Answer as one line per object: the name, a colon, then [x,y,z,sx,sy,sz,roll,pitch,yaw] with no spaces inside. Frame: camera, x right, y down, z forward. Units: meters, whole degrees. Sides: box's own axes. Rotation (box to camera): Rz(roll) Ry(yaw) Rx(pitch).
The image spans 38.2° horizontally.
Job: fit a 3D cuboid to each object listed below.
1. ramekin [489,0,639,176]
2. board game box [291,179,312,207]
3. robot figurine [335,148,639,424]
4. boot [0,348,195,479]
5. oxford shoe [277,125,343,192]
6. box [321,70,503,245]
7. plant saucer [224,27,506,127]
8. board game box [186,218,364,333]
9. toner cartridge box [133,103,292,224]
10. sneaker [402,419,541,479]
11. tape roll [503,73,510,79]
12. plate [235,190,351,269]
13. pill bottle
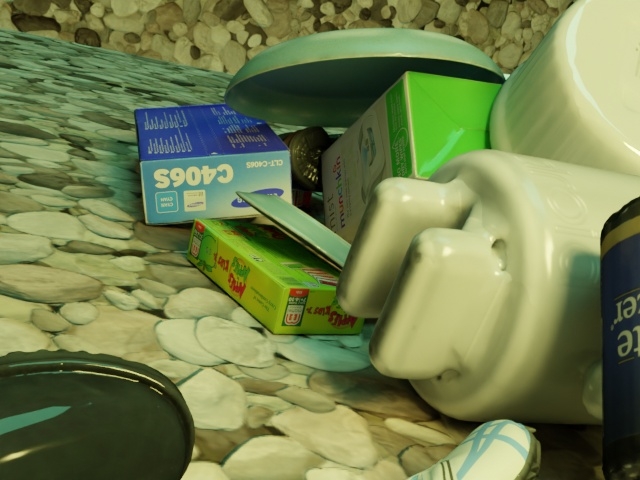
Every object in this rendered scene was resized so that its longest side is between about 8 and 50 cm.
ramekin: [0.319,-0.119,0.901,0.277,0.135,0.277,6,59,-11]
board game box: [-0.044,-0.069,1.264,0.133,0.033,0.168,18,13,33]
robot figurine: [0.194,0.042,0.719,0.353,0.200,0.300,7,33,-26]
boot: [-0.144,0.119,0.313,0.246,0.094,0.207,0,15,-22]
oxford shoe: [-0.029,-0.105,1.199,0.096,0.083,0.227,3,3,10]
box: [0.164,-0.071,1.060,0.261,0.127,0.231,3,-18,-22]
plant saucer: [0.050,-0.181,1.045,0.317,0.044,0.317,-1,-5,0]
board game box: [-0.043,0.031,0.856,0.092,0.043,0.181,5,17,-35]
toner cartridge box: [-0.144,-0.107,1.150,0.165,0.075,0.348,-6,18,-10]
sneaker: [0.060,0.141,0.459,0.086,0.085,0.237,10,10,17]
tape roll: [0.225,-0.119,1.288,0.286,0.100,0.286,5,-21,2]
plate: [0.000,0.000,0.897,0.188,0.024,0.188,35,-2,2]
pill bottle: [0.221,0.088,0.520,0.122,0.219,0.123,6,-26,3]
